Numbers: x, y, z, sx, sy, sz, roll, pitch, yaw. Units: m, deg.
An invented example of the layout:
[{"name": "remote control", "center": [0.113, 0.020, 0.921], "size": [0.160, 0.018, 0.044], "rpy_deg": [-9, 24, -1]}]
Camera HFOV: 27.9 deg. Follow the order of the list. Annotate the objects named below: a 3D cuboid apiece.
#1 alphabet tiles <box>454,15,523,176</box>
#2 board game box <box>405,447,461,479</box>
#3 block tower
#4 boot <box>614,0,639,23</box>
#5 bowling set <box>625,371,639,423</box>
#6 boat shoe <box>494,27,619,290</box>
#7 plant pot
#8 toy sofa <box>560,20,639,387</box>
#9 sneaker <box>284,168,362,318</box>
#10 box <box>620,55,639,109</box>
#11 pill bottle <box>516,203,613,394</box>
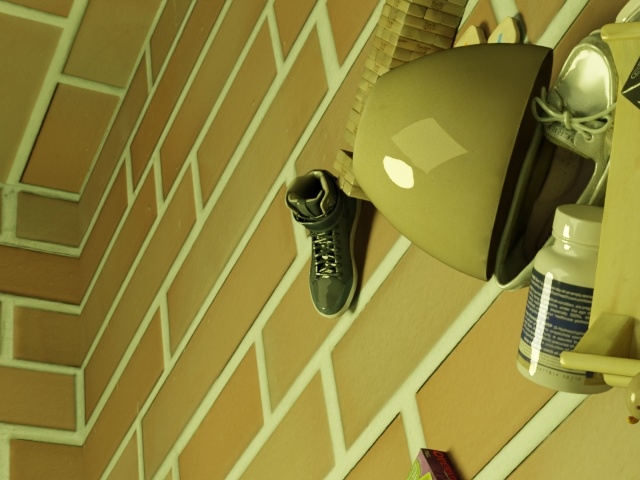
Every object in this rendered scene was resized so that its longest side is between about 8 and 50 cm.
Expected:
[{"name": "alphabet tiles", "center": [0.212, -0.162, 1.795], "size": [0.278, 0.021, 0.284], "rpy_deg": [-54, 34, 40]}, {"name": "board game box", "center": [0.117, 0.474, 1.697], "size": [0.347, 0.056, 0.208], "rpy_deg": [-68, 30, 23]}, {"name": "block tower", "center": [0.115, -0.228, 1.958], "size": [0.091, 0.097, 0.335], "rpy_deg": [47, 121, 61]}, {"name": "boot", "center": [0.355, -0.190, 1.440], "size": [0.190, 0.069, 0.086], "rpy_deg": [114, 148, -46]}, {"name": "bowling set", "center": [0.358, 0.062, 1.041], "size": [0.154, 0.200, 0.287], "rpy_deg": [32, 95, 24]}, {"name": "boat shoe", "center": [0.274, -0.081, 1.436], "size": [0.118, 0.103, 0.320], "rpy_deg": [43, 133, 34]}, {"name": "plant pot", "center": [0.148, -0.113, 1.541], "size": [0.284, 0.191, 0.284], "rpy_deg": [16, -90, -78]}, {"name": "toy sofa", "center": [0.363, -0.029, 1.273], "size": [0.150, 0.177, 0.362], "rpy_deg": [3, 82, 42]}, {"name": "sneaker", "center": [-0.002, -0.001, 2.029], "size": [0.086, 0.163, 0.226], "rpy_deg": [-2, 74, 23]}, {"name": "box", "center": [0.395, -0.181, 1.096], "size": [0.247, 0.163, 0.142], "rpy_deg": [-57, 13, -28]}, {"name": "pill bottle", "center": [0.280, 0.061, 1.392], "size": [0.112, 0.112, 0.187], "rpy_deg": [-139, 53, -64]}]
